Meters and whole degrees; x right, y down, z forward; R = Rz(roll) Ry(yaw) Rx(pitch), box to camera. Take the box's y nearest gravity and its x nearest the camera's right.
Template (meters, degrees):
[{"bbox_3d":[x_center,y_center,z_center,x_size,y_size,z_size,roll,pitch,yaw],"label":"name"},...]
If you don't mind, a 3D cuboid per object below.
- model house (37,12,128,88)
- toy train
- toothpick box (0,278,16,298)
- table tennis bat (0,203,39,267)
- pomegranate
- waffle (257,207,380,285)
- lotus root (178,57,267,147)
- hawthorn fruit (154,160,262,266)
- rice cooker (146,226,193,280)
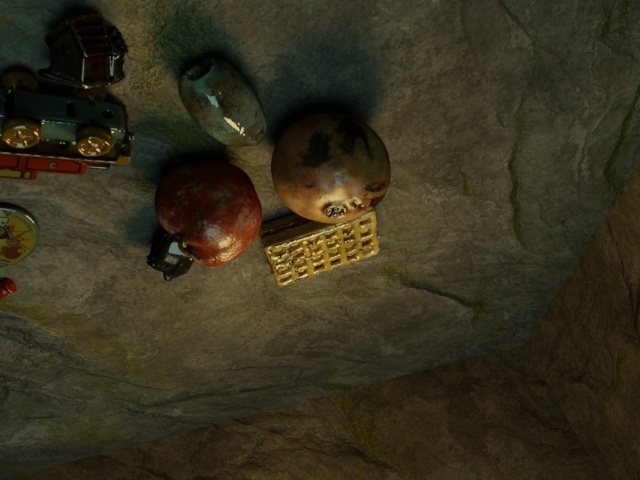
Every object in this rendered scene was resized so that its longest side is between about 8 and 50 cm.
[{"bbox_3d":[-0.480,-0.401,1.299,0.165,0.106,0.152,-35,150,-51],"label":"model house"},{"bbox_3d":[-0.609,-0.235,1.383,0.369,0.163,0.231,2,151,-29],"label":"toy train"},{"bbox_3d":[-0.921,0.146,1.803,0.083,0.047,0.047,-30,143,9],"label":"toothpick box"},{"bbox_3d":[-0.890,0.018,1.663,0.329,0.044,0.215,-41,141,22],"label":"table tennis bat"},{"bbox_3d":[0.029,-0.189,1.669,0.323,0.322,0.322,-14,143,-11],"label":"pomegranate"},{"bbox_3d":[0.000,0.000,2.033,0.377,0.113,0.261,-19,147,-3],"label":"waffle"},{"bbox_3d":[-0.211,-0.304,1.510,0.158,0.139,0.322,-29,146,10],"label":"lotus root"},{"bbox_3d":[-0.295,-0.074,1.661,0.285,0.284,0.284,-14,143,-11],"label":"hawthorn fruit"},{"bbox_3d":[-0.422,0.021,1.818,0.119,0.142,0.203,19,121,-29],"label":"rice cooker"}]
